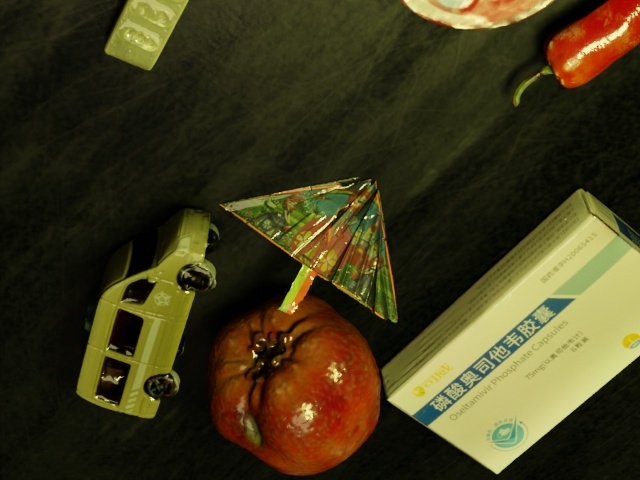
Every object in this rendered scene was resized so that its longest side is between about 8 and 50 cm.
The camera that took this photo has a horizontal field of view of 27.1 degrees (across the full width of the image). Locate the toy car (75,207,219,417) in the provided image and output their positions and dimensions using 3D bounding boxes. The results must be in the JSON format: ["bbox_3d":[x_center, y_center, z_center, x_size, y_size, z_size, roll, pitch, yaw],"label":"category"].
[{"bbox_3d":[-0.199,0.076,1.507,0.124,0.101,0.256,14,121,-11],"label":"toy car"}]

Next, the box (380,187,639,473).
[{"bbox_3d":[0.261,0.117,1.604,0.200,0.065,0.343,36,112,-25],"label":"box"}]

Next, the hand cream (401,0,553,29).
[{"bbox_3d":[0.143,-0.326,1.261,0.230,0.149,0.230,-2,120,-4],"label":"hand cream"}]

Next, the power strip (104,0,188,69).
[{"bbox_3d":[-0.173,-0.233,1.352,0.056,0.032,0.123,23,118,-18],"label":"power strip"}]

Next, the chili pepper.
[{"bbox_3d":[0.308,-0.230,1.394,0.272,0.063,0.071,-40,130,15],"label":"chili pepper"}]

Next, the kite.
[{"bbox_3d":[0.000,0.000,1.489,0.241,0.014,0.183,30,80,7],"label":"kite"}]

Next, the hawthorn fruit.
[{"bbox_3d":[-0.017,0.186,1.553,0.207,0.207,0.243,-25,143,9],"label":"hawthorn fruit"}]
